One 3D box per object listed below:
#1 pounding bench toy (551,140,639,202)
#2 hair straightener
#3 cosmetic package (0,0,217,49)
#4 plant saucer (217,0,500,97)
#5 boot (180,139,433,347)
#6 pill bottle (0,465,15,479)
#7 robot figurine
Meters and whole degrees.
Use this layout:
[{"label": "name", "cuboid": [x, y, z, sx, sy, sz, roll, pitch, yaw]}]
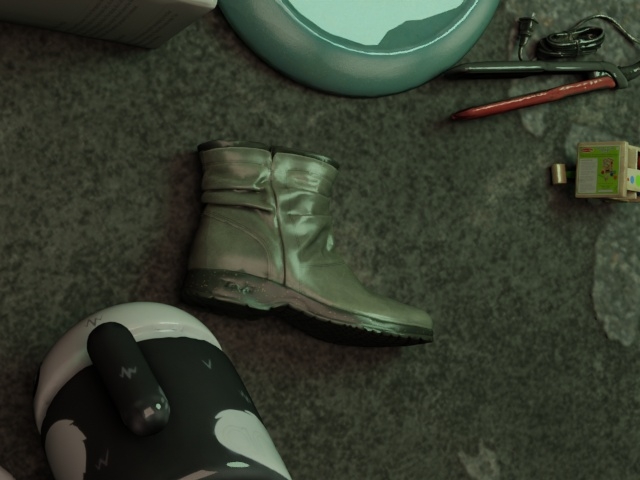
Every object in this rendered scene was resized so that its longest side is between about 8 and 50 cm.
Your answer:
[{"label": "pounding bench toy", "cuboid": [0.268, -0.064, 1.740, 0.065, 0.083, 0.052, 6, 85, -51]}, {"label": "hair straightener", "cuboid": [0.219, -0.174, 1.730, 0.230, 0.047, 0.089, -13, 90, -21]}, {"label": "cosmetic package", "cuboid": [-0.273, -0.270, 1.484, 0.365, 0.197, 0.155, 10, 82, -20]}, {"label": "plant saucer", "cuboid": [0.042, -0.289, 1.666, 0.317, 0.043, 0.318, 0, 89, -22]}, {"label": "boot", "cuboid": [0.000, 0.000, 1.623, 0.246, 0.083, 0.161, 15, 75, -20]}, {"label": "pill bottle", "cuboid": [-0.220, 0.268, 1.505, 0.184, 0.103, 0.103, 42, 74, -12]}, {"label": "robot figurine", "cuboid": [-0.128, 0.177, 1.467, 0.173, 0.209, 0.278, 7, 39, -38]}]
